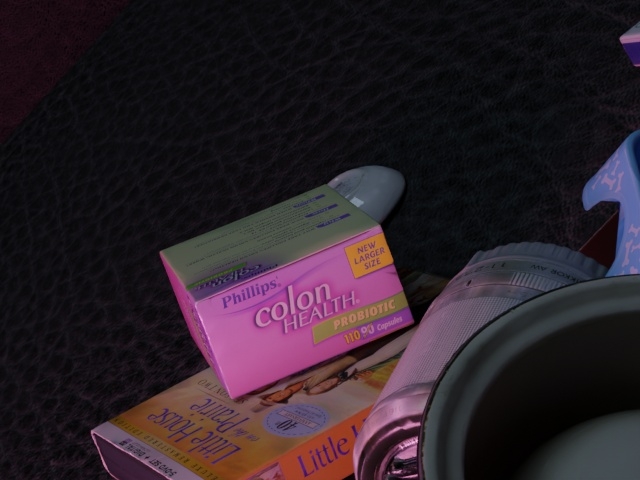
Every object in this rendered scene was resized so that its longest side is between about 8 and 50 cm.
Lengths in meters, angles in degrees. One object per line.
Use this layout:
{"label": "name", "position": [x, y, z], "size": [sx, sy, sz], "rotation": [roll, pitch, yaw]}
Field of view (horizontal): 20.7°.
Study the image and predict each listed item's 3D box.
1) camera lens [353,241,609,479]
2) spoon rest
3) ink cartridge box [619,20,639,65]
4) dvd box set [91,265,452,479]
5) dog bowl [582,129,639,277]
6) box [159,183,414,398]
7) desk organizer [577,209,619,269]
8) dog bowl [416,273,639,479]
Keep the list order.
{"label": "camera lens", "position": [0.168, 0.158, 1.582], "size": [0.219, 0.219, 0.274], "rotation": [-25, 20, 38]}
{"label": "spoon rest", "position": [0.000, 0.000, 2.271], "size": [0.276, 0.084, 0.137], "rotation": [-39, 26, -13]}
{"label": "ink cartridge box", "position": [0.472, -0.270, 1.904], "size": [0.224, 0.045, 0.223], "rotation": [-40, 20, -21]}
{"label": "dvd box set", "position": [-0.001, 0.159, 1.848], "size": [0.420, 0.062, 0.307], "rotation": [-27, 18, -21]}
{"label": "dog bowl", "position": [0.341, -0.001, 1.621], "size": [0.297, 0.166, 0.074], "rotation": [-90, 19, -53]}
{"label": "box", "position": [-0.042, 0.050, 1.927], "size": [0.213, 0.117, 0.243], "rotation": [-22, 16, -9]}
{"label": "desk organizer", "position": [0.276, 0.020, 1.836], "size": [0.130, 0.050, 0.047], "rotation": [-46, 26, 3]}
{"label": "dog bowl", "position": [0.267, 0.213, 1.275], "size": [0.408, 0.150, 0.408], "rotation": [2, 42, -1]}
